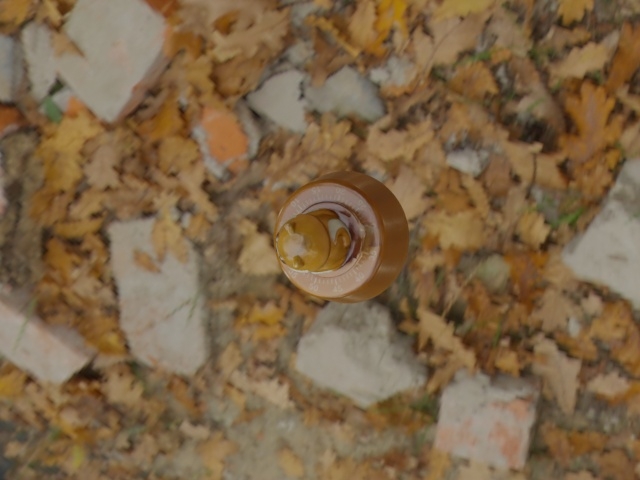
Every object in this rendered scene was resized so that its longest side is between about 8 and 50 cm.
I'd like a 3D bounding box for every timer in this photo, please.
[{"bbox_3d":[0.000,0.000,1.339,0.132,0.152,0.132,1,93,21],"label":"timer"}]
